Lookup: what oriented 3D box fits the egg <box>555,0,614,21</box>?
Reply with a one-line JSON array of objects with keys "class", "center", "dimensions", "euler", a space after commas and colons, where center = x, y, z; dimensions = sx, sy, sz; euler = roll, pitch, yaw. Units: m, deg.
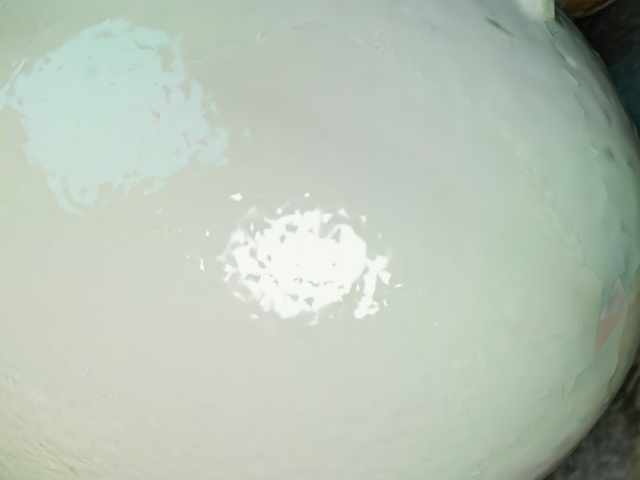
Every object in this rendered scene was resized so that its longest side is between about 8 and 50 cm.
[{"class": "egg", "center": [0.115, -0.219, 1.012], "dimensions": [0.233, 0.195, 0.195], "euler": [-8, 50, 63]}]

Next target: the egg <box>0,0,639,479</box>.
[{"class": "egg", "center": [0.000, 0.000, 0.801], "dimensions": [0.340, 0.354, 0.354], "euler": [16, 71, 42]}]
